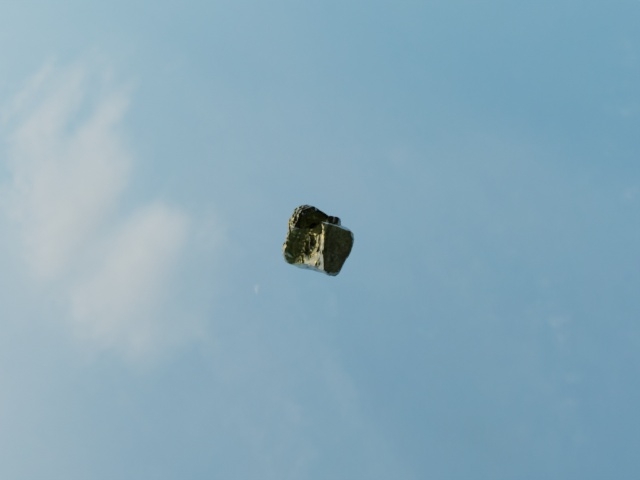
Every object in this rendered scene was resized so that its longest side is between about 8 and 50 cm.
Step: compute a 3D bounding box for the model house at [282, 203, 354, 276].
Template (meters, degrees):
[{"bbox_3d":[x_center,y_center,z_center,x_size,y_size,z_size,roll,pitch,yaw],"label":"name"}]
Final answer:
[{"bbox_3d":[0.000,0.000,1.092,0.083,0.066,0.079,11,-98,63],"label":"model house"}]
